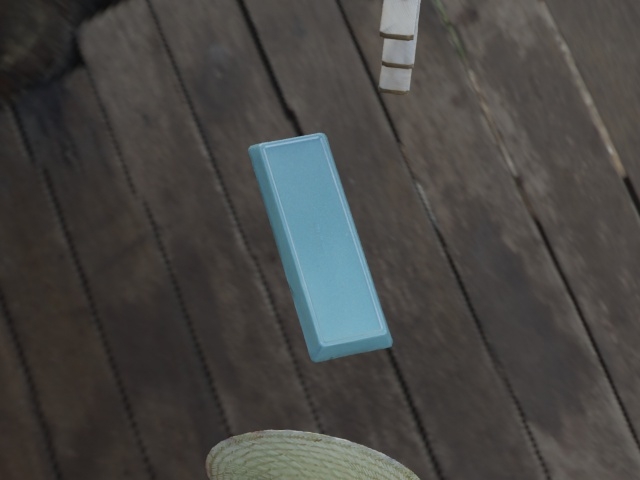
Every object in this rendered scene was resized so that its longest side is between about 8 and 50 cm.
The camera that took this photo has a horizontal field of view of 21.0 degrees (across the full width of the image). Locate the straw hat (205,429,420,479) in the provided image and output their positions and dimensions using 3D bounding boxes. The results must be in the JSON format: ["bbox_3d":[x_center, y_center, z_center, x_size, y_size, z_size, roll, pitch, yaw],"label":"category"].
[{"bbox_3d":[-0.004,0.170,0.990,0.145,0.144,0.061,1,56,18],"label":"straw hat"}]

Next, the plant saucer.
[{"bbox_3d":[0.000,0.000,1.348,0.067,0.018,0.192,-11,66,-15],"label":"plant saucer"}]

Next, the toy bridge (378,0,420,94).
[{"bbox_3d":[0.059,-0.157,1.255,0.026,0.188,0.063,7,82,3],"label":"toy bridge"}]
